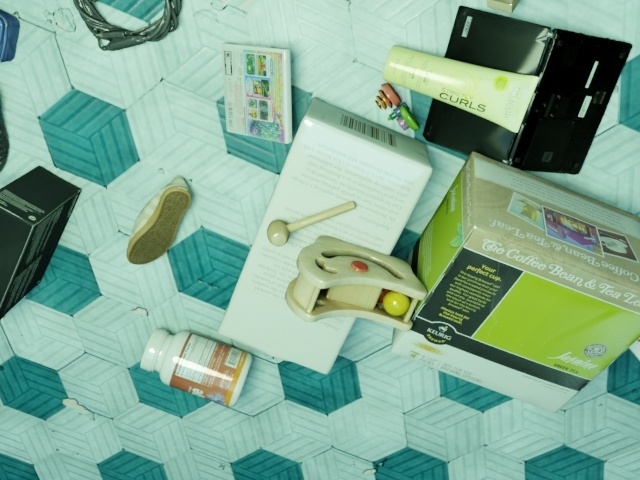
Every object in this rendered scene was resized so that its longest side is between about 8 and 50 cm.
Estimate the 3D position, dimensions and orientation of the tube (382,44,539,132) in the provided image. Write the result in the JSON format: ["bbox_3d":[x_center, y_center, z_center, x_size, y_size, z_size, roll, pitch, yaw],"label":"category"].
[{"bbox_3d":[0.223,-0.258,0.972,0.240,0.062,0.070,21,159,10],"label":"tube"}]

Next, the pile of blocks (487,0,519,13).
[{"bbox_3d":[0.198,-0.453,0.847,0.362,0.149,0.112,33,80,-10],"label":"pile of blocks"}]

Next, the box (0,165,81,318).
[{"bbox_3d":[-0.589,0.009,1.147,0.103,0.184,0.261,32,114,-6],"label":"box"}]

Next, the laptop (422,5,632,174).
[{"bbox_3d":[0.347,-0.251,1.020,0.264,0.136,0.234,1,119,-23],"label":"laptop"}]

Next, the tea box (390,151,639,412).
[{"bbox_3d":[0.337,0.079,1.025,0.329,0.220,0.323,21,131,-5],"label":"tea box"}]

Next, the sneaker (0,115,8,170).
[{"bbox_3d":[-0.646,-0.219,1.121,0.082,0.069,0.209,32,129,27],"label":"sneaker"}]

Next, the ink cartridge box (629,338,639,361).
[{"bbox_3d":[0.711,0.188,1.129,0.207,0.117,0.283,-39,106,21],"label":"ink cartridge box"}]

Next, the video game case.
[{"bbox_3d":[-0.110,-0.255,1.028,0.143,0.019,0.157,17,120,31],"label":"video game case"}]

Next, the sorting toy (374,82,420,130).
[{"bbox_3d":[0.129,-0.223,1.030,0.042,0.061,0.102,-36,84,20],"label":"sorting toy"}]

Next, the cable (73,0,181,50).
[{"bbox_3d":[-0.322,-0.409,1.005,0.185,0.047,0.150,-10,109,13],"label":"cable"}]

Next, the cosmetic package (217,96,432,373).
[{"bbox_3d":[0.000,0.000,1.092,0.230,0.161,0.453,22,115,-6],"label":"cosmetic package"}]

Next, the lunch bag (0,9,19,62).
[{"bbox_3d":[-0.576,-0.360,1.037,0.067,0.065,0.098,21,116,-4],"label":"lunch bag"}]

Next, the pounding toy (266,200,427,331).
[{"bbox_3d":[0.040,0.038,0.931,0.270,0.154,0.154,18,116,-5],"label":"pounding toy"}]

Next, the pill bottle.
[{"bbox_3d":[-0.264,0.265,1.267,0.216,0.121,0.121,20,115,-3],"label":"pill bottle"}]

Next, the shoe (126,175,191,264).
[{"bbox_3d":[-0.319,-0.037,1.173,0.077,0.058,0.219,18,125,-37],"label":"shoe"}]
